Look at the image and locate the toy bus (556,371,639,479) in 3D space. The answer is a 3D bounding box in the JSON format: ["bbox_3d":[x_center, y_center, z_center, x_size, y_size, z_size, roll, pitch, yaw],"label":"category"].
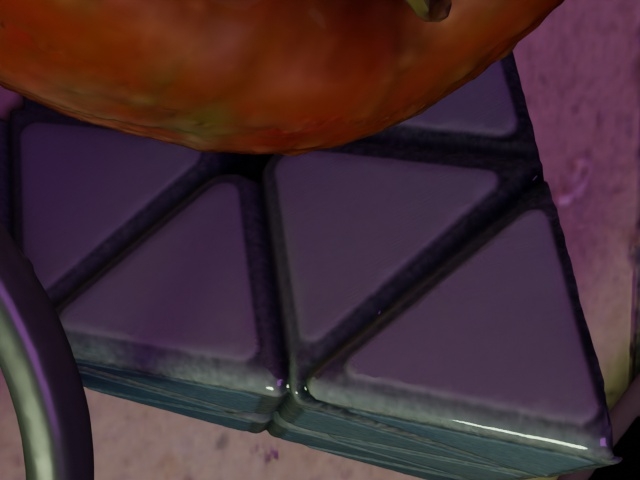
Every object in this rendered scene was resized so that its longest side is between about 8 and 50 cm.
[{"bbox_3d":[0.194,0.133,0.770,0.202,0.142,0.142,-52,127,-4],"label":"toy bus"}]

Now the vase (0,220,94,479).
[{"bbox_3d":[-0.197,0.019,0.522,0.251,0.156,0.300,-5,107,17],"label":"vase"}]

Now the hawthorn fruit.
[{"bbox_3d":[-0.034,-0.152,0.476,0.275,0.299,0.275,-18,137,-17],"label":"hawthorn fruit"}]

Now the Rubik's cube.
[{"bbox_3d":[0.000,0.000,0.624,0.228,0.229,0.233,-46,174,36],"label":"Rubik's cube"}]
